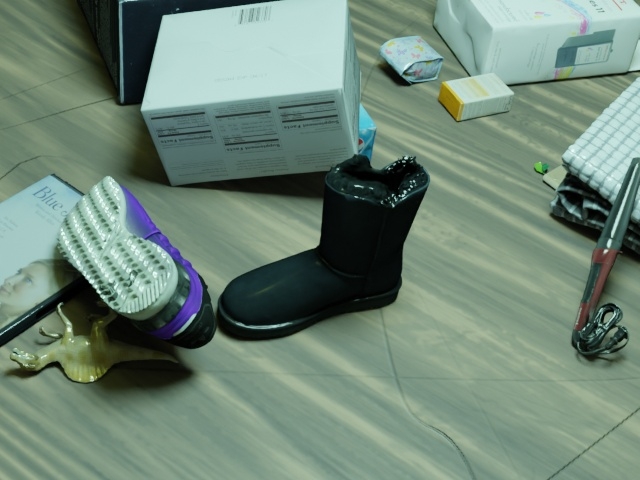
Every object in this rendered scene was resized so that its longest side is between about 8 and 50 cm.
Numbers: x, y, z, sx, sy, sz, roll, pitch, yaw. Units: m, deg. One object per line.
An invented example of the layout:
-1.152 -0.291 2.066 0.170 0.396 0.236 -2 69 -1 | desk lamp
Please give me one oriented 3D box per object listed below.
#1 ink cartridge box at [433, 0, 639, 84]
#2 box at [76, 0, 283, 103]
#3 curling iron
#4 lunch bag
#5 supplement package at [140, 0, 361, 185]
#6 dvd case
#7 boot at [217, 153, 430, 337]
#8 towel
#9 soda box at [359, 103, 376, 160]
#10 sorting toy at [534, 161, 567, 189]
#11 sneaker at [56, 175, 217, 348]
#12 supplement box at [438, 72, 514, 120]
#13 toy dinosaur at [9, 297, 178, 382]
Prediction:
0.395 -0.374 1.790 0.353 0.119 0.207 -8 44 -18 | ink cartridge box
-0.187 -0.391 1.672 0.343 0.179 0.312 -11 44 -21 | box
0.369 0.020 1.328 0.068 0.035 0.274 8 66 25 | curling iron
0.141 -0.288 1.705 0.083 0.053 0.071 -12 47 -35 | lunch bag
-0.084 -0.204 1.443 0.261 0.145 0.204 -5 48 9 | supplement package
-0.363 0.019 1.304 0.180 0.022 0.253 31 46 24 | dvd case
0.000 0.000 1.245 0.246 0.207 0.094 -10 45 -19 | boot
0.477 -0.086 1.483 0.235 0.121 0.283 36 53 16 | towel
0.007 -0.196 1.570 0.071 0.067 0.210 -10 44 -20 | soda box
0.353 -0.094 1.552 0.062 0.012 0.083 -30 58 -29 | sorting toy
-0.205 0.038 1.243 0.102 0.146 0.293 -45 39 2 | sneaker
0.242 -0.224 1.660 0.098 0.036 0.062 -13 46 -22 | supplement box
-0.253 0.117 1.205 0.183 0.053 0.093 -1 59 -7 | toy dinosaur
